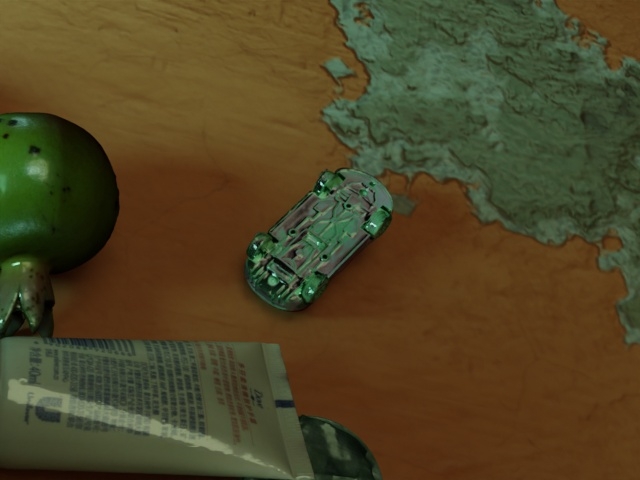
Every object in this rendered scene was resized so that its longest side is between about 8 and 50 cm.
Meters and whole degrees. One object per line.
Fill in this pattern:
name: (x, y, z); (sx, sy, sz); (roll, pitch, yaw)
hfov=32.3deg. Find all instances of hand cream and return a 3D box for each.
hand cream: (-0.134, 0.108, 0.748); (0.248, 0.083, 0.133); (6, 38, -16)

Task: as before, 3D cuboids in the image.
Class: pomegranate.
pomegranate: (-0.200, -0.013, 0.788); (0.129, 0.129, 0.159); (-22, 87, -32)

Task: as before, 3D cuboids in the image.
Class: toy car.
toy car: (0.000, 0.000, 0.896); (0.069, 0.055, 0.142); (37, 62, 17)

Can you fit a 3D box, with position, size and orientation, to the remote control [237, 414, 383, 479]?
remote control: (-0.028, 0.227, 0.728); (0.104, 0.052, 0.247); (26, 51, -4)
